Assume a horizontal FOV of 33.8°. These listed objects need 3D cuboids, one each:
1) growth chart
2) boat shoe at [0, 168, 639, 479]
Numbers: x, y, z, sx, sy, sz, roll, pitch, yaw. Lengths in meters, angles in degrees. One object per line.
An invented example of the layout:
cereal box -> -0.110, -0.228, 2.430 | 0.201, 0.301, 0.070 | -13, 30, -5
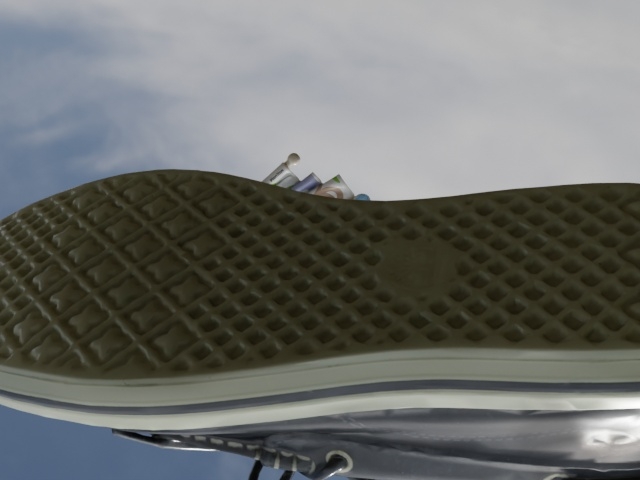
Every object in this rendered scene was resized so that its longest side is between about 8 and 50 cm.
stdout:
growth chart -> 0.000, 0.000, 1.312 | 0.237, 0.172, 0.021 | 40, -171, -21
boat shoe -> 0.001, 0.062, 0.615 | 0.500, 0.156, 0.187 | 0, -135, 14
